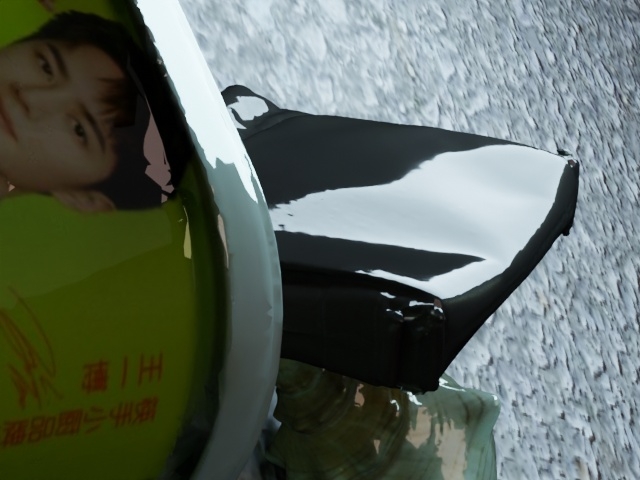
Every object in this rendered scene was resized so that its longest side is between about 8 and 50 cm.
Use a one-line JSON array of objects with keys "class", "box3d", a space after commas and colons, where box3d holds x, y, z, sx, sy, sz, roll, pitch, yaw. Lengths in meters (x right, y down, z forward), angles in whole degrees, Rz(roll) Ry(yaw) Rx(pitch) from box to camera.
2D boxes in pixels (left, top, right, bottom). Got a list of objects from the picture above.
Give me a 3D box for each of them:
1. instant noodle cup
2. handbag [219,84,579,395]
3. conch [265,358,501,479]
[{"class": "instant noodle cup", "box3d": [-0.219, 0.012, 0.502, 0.308, 0.294, 0.294, -7, 66, -48]}, {"class": "handbag", "box3d": [0.000, 0.000, 0.865, 0.247, 0.223, 0.080, -42, 141, -58]}, {"class": "conch", "box3d": [0.047, 0.130, 0.891, 0.234, 0.114, 0.137, 53, 43, -15]}]
